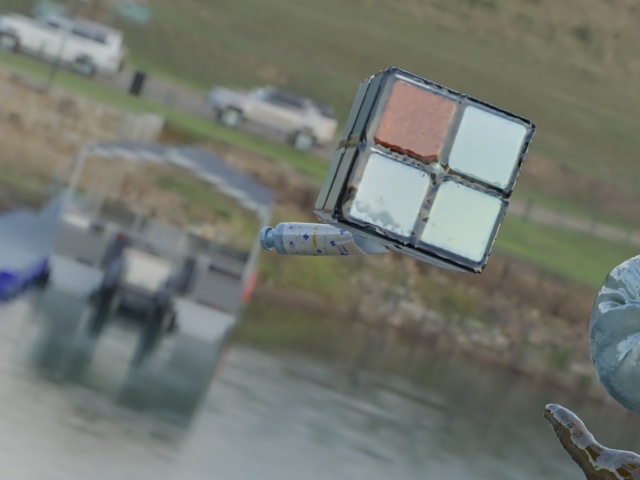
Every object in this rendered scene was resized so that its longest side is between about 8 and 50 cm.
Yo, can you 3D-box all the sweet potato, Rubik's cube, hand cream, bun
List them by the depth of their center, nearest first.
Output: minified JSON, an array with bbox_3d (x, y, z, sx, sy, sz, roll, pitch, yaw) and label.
[{"bbox_3d":[0.257,0.060,1.392,0.140,0.141,0.083,21,-34,26],"label":"bun"},{"bbox_3d":[0.110,-0.075,2.158,0.183,0.180,0.167,23,-2,-9],"label":"Rubik's cube"},{"bbox_3d":[0.344,0.274,2.287,0.269,0.075,0.074,36,12,38],"label":"sweet potato"},{"bbox_3d":[0.000,0.000,2.537,0.170,0.043,0.065,3,-22,31],"label":"hand cream"}]
